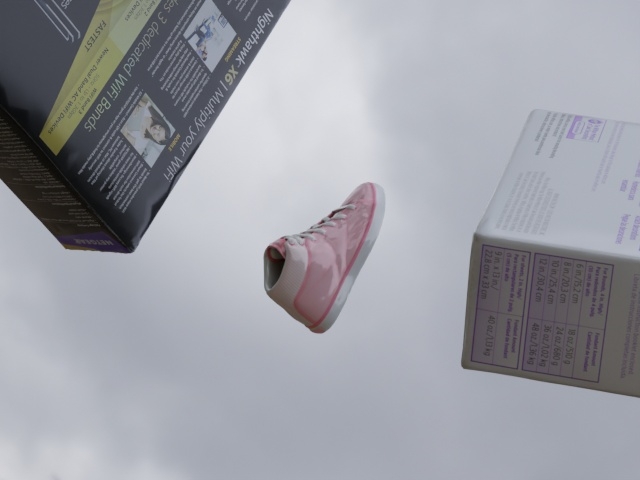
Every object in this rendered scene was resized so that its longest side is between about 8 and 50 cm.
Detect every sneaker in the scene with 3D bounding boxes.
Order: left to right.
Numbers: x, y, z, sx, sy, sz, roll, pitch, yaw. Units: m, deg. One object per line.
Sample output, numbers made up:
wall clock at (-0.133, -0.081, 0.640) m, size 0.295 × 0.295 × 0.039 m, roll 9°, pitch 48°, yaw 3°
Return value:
sneaker at (0.000, 0.000, 1.509) m, size 0.070 × 0.134 × 0.051 m, roll 32°, pitch -21°, yaw -19°

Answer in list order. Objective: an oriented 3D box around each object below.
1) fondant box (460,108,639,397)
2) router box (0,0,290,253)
fondant box at (0.270, 0.017, 1.177) m, size 0.330 × 0.238 × 0.096 m, roll 8°, pitch -66°, yaw 12°
router box at (-0.159, -0.183, 1.426) m, size 0.081 × 0.309 × 0.243 m, roll 3°, pitch -38°, yaw 42°
